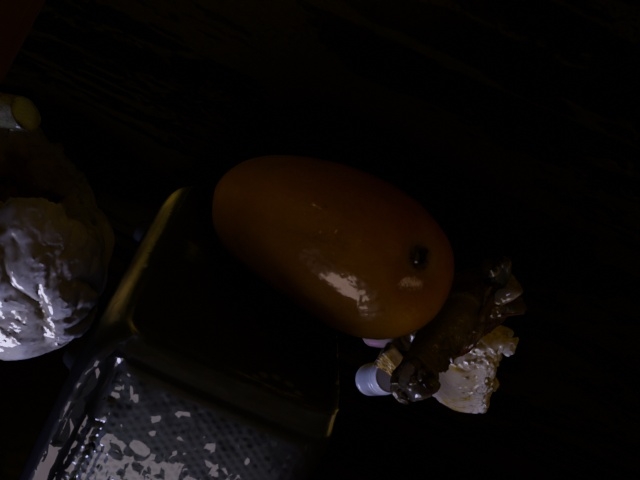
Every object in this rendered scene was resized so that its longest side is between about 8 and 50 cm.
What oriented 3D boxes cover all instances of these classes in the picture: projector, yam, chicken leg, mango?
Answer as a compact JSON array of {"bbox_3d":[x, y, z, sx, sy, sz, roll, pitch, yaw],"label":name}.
[{"bbox_3d":[-0.171,0.198,0.861,0.242,0.405,0.395,26,-160,-11],"label":"projector"},{"bbox_3d":[-0.366,-0.150,0.913,0.094,0.043,0.043,11,158,27],"label":"yam"},{"bbox_3d":[0.123,0.086,0.789,0.080,0.196,0.125,61,151,-7],"label":"chicken leg"},{"bbox_3d":[0.002,-0.002,0.743,0.254,0.139,0.175,24,154,17],"label":"mango"}]

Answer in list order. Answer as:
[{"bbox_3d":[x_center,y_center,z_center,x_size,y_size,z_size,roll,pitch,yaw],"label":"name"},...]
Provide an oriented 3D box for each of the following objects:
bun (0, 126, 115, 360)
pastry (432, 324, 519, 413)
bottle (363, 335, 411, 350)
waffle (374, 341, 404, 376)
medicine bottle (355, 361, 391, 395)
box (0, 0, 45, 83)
[{"bbox_3d":[-0.365,0.020,0.987,0.205,0.281,0.281,26,163,-34],"label":"bun"},{"bbox_3d":[0.185,0.163,1.060,0.121,0.089,0.258,30,161,18],"label":"pastry"},{"bbox_3d":[0.098,0.132,1.128,0.045,0.045,0.096,33,160,-25],"label":"bottle"},{"bbox_3d":[0.090,0.163,1.118,0.097,0.023,0.152,51,170,-20],"label":"waffle"},{"bbox_3d":[0.103,0.240,1.385,0.058,0.058,0.091,27,161,-12],"label":"medicine bottle"},{"bbox_3d":[-0.349,-0.185,0.614,0.294,0.167,0.193,5,152,42],"label":"box"}]
